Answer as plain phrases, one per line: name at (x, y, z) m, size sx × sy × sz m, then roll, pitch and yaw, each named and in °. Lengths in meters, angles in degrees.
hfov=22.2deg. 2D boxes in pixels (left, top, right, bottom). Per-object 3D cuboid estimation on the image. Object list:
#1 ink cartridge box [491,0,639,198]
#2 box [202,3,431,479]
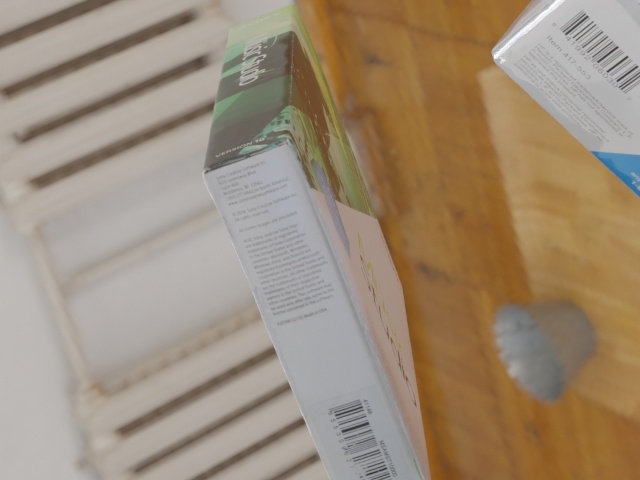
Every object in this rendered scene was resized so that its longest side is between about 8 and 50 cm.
ink cartridge box at (0.184, -0.093, 0.702) m, size 0.139 × 0.082 × 0.191 m, roll 43°, pitch 149°, yaw -5°
box at (0.000, 0.000, 1.018) m, size 0.322 × 0.058 × 0.232 m, roll -95°, pitch -15°, yaw -69°
